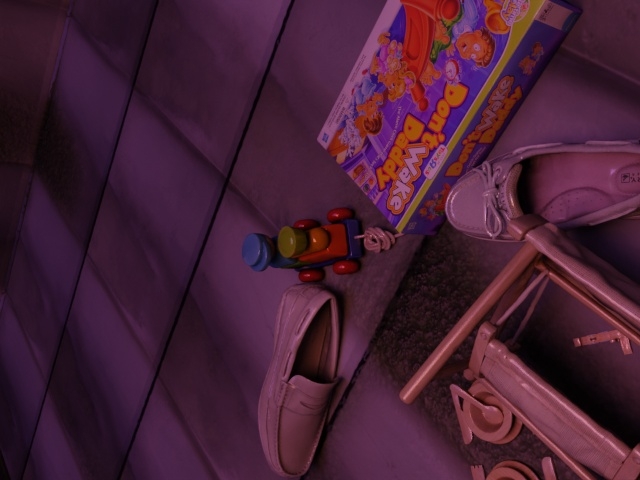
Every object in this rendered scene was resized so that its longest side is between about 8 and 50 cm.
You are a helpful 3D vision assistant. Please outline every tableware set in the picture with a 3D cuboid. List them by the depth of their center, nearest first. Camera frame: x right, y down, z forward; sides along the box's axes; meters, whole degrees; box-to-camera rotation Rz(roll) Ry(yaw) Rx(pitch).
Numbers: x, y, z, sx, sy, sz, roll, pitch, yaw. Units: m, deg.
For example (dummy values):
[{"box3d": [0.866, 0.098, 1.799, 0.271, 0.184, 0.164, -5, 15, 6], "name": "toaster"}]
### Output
[{"box3d": [0.226, 0.269, 0.881, 0.128, 0.039, 0.194, -28, 68, 45], "name": "tableware set"}]

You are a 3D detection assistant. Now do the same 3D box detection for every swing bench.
[{"box3d": [0.268, 0.143, 0.724, 0.253, 0.165, 0.255, 43, 118, 30], "name": "swing bench"}]

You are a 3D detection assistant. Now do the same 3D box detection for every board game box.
[{"box3d": [0.153, -0.214, 0.950, 0.233, 0.078, 0.347, 52, 125, 36], "name": "board game box"}]

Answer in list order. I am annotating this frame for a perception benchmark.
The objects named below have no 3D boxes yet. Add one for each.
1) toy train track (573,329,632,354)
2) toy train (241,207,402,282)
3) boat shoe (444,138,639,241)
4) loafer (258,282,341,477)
[{"box3d": [0.324, 0.109, 0.792, 0.083, 0.014, 0.048, -25, 70, 46], "name": "toy train track"}, {"box3d": [0.000, 0.000, 1.070, 0.248, 0.143, 0.105, -16, 77, 48], "name": "toy train"}, {"box3d": [0.265, -0.059, 0.797, 0.320, 0.103, 0.118, -2, 87, 49], "name": "boat shoe"}, {"box3d": [-0.028, 0.229, 1.121, 0.111, 0.112, 0.320, 8, 94, 57], "name": "loafer"}]
